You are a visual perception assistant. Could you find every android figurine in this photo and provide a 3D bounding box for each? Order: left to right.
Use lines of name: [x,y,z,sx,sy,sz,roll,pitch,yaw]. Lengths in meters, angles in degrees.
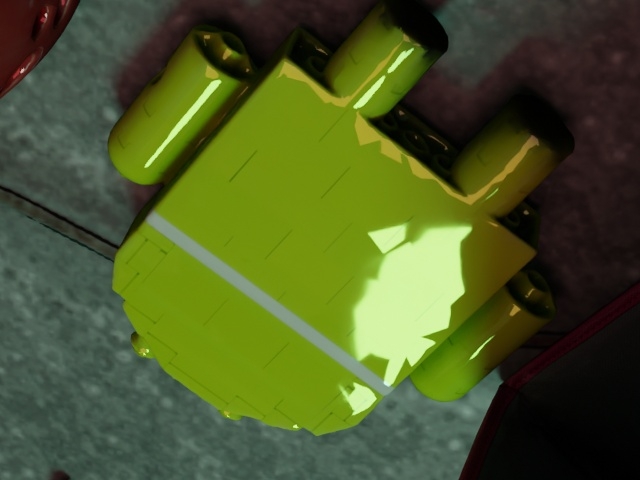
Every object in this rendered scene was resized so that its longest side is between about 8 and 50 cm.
android figurine: [0.000,0.000,0.839,0.248,0.056,0.273,35,122,-11]

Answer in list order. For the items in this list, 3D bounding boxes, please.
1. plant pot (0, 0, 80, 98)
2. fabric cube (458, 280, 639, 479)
plant pot: [-0.223,-0.129,0.740,0.191,0.174,0.191,6,121,10]
fabric cube: [0.231,0.157,0.745,0.258,0.259,0.254,46,122,-6]
